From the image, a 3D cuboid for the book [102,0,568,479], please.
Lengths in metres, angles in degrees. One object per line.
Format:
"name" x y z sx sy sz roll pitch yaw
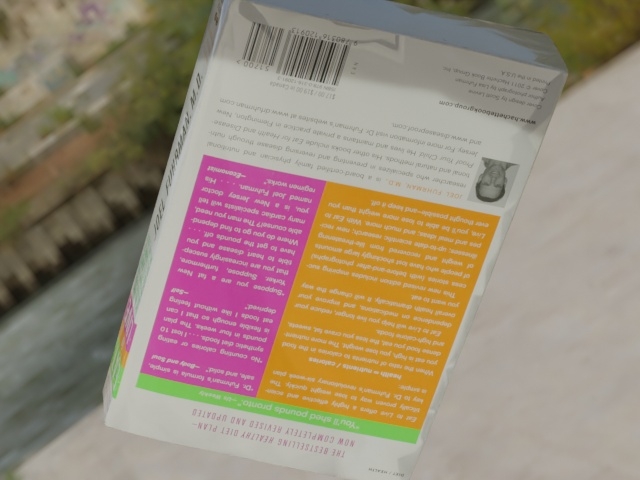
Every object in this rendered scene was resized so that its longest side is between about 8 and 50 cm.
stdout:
"book" 0.000 0.000 0.541 0.035 0.096 0.144 -104 29 -55
